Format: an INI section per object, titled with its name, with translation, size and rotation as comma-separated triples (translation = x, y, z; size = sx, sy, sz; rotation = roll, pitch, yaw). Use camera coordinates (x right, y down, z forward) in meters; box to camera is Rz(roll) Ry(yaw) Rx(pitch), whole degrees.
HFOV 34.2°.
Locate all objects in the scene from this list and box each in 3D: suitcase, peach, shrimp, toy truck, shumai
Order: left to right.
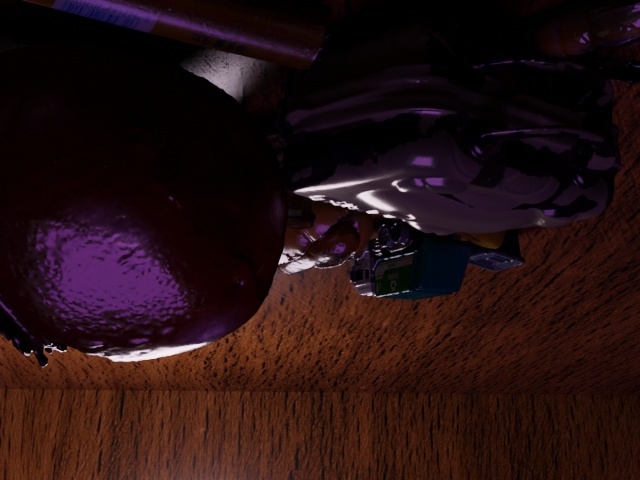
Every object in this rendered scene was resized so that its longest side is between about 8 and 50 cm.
[peach]
translation = -0.248, -0.056, 1.169
size = 0.417, 0.339, 0.353
rotation = 12, 126, -23
[shumai]
translation = -0.032, -0.077, 1.388
size = 0.201, 0.120, 0.201
rotation = -6, 168, -1
[toy truck]
translation = 0.142, 0.034, 1.701
size = 0.114, 0.124, 0.253
rotation = 6, 168, -27
[suitcase]
translation = 0.159, -0.107, 1.139
size = 0.352, 0.194, 0.339
rotation = 10, 169, -37
[shrimp]
translation = 0.349, -0.218, 1.113
size = 0.198, 0.051, 0.262
rotation = 8, 166, -43

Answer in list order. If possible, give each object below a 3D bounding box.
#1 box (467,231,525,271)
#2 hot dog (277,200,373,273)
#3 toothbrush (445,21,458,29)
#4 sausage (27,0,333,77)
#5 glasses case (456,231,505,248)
[box]
translation = 0.299, 0.014, 1.793
size = 0.099, 0.054, 0.074
rotation = 16, 157, -40
[hot dog]
translation = -0.005, -0.001, 1.664
size = 0.194, 0.107, 0.326
rotation = 4, 162, -13
[toothbrush]
translation = 0.090, -0.215, 1.168
size = 0.014, 0.017, 0.162
rotation = 23, 155, -40
[sausage]
translation = -0.168, -0.235, 1.003
size = 0.372, 0.082, 0.082
rotation = 10, 159, -25
[glasses case]
translation = 0.217, -0.048, 1.568
size = 0.064, 0.079, 0.234
rotation = -4, 163, 34
